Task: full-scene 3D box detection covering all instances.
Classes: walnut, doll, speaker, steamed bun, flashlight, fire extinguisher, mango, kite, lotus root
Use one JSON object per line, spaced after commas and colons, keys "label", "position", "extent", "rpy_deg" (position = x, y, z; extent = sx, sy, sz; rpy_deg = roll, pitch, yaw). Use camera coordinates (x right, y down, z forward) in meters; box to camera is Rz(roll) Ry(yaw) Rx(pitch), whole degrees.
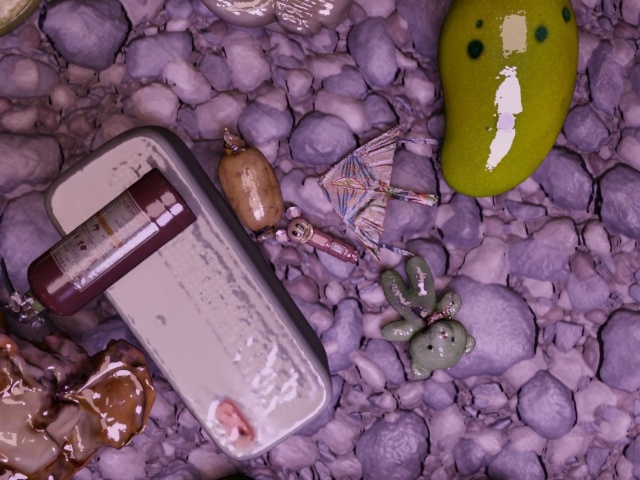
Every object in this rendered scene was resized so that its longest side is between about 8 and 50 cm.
{"label": "walnut", "position": [-0.321, 0.188, 1.033], "extent": [0.238, 0.141, 0.204], "rpy_deg": [14, 94, -33]}
{"label": "doll", "position": [0.131, 0.098, 1.187], "extent": [0.115, 0.077, 0.150], "rpy_deg": [-29, 87, -4]}
{"label": "speaker", "position": [-0.150, 0.059, 1.095], "extent": [0.183, 0.184, 0.406], "rpy_deg": [-35, 96, -3]}
{"label": "steamed bun", "position": [-0.042, -0.360, 1.106], "extent": [0.211, 0.144, 0.218], "rpy_deg": [16, 119, -19]}
{"label": "flashlight", "position": [0.000, 0.000, 1.183], "extent": [0.110, 0.031, 0.052], "rpy_deg": [25, 90, -7]}
{"label": "fire extinguisher", "position": [-0.246, 0.011, 0.961], "extent": [0.231, 0.071, 0.099], "rpy_deg": [-37, 68, -1]}
{"label": "mango", "position": [0.226, -0.195, 1.146], "extent": [0.175, 0.143, 0.293], "rpy_deg": [7, 102, -5]}
{"label": "kite", "position": [0.074, -0.064, 1.198], "extent": [0.160, 0.010, 0.182], "rpy_deg": [9, 95, -3]}
{"label": "lotus root", "position": [-0.086, -0.072, 1.152], "extent": [0.072, 0.063, 0.152], "rpy_deg": [-29, 100, -31]}

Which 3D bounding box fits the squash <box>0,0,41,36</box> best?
{"label": "squash", "position": [-0.448, -0.356, 1.107], "extent": [0.252, 0.049, 0.252], "rpy_deg": [0, 94, -6]}

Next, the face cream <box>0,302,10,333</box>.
{"label": "face cream", "position": [-0.415, 0.163, 1.114], "extent": [0.105, 0.105, 0.348], "rpy_deg": [-15, 95, -5]}

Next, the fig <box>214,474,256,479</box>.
{"label": "fig", "position": [-0.149, 0.361, 1.160], "extent": [0.178, 0.117, 0.117], "rpy_deg": [-9, 94, 5]}
